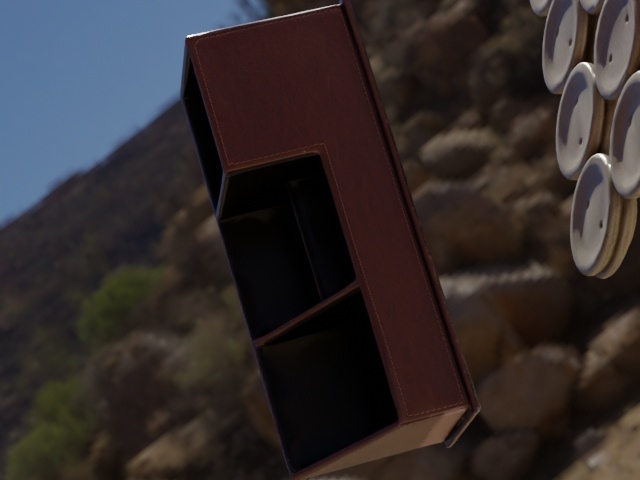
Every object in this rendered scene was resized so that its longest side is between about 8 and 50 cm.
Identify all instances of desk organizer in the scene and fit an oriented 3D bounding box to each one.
[{"bbox_3d":[0.000,0.000,0.564,0.050,0.130,0.047,-14,-17,-11],"label":"desk organizer"}]

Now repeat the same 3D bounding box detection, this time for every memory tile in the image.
[{"bbox_3d":[0.090,-0.072,0.577,0.012,0.148,0.113,6,-39,-11],"label":"memory tile"}]
